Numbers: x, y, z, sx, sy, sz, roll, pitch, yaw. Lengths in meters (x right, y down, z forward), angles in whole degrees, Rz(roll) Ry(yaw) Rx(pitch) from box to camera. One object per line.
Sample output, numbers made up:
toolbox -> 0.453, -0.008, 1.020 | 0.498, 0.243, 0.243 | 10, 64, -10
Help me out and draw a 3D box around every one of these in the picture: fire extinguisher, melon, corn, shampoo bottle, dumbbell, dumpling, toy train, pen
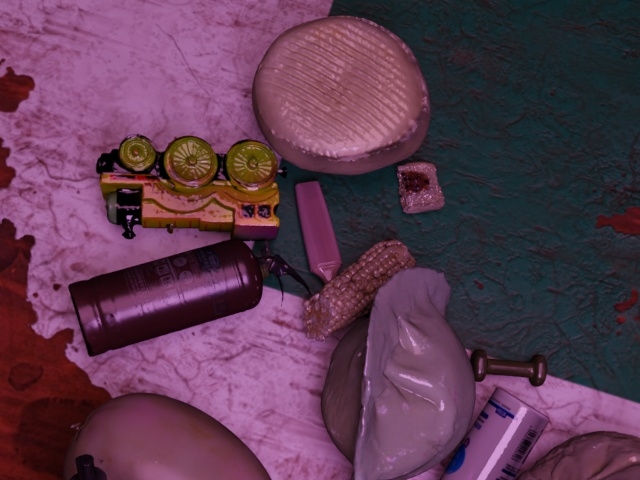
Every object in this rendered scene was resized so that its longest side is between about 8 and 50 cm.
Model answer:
fire extinguisher -> -0.194, 0.080, 1.572 | 0.338, 0.114, 0.135 | -17, 59, -13
melon -> -0.204, 0.338, 1.430 | 0.317, 0.223, 0.223 | 33, 70, 1
corn -> 0.058, 0.072, 1.614 | 0.211, 0.087, 0.087 | -31, 78, -28
shampoo bottle -> 0.215, 0.362, 1.523 | 0.092, 0.092, 0.303 | 32, 91, 3
dumbbell -> 0.292, 0.199, 1.641 | 0.118, 0.046, 0.052 | 5, 77, -6
dumpling -> 0.096, 0.215, 1.535 | 0.270, 0.212, 0.320 | 17, 50, -42
toy train -> -0.199, -0.077, 1.634 | 0.296, 0.100, 0.160 | 2, 73, -7
pen -> 0.000, 0.000, 1.674 | 0.053, 0.032, 0.197 | -8, 71, -12

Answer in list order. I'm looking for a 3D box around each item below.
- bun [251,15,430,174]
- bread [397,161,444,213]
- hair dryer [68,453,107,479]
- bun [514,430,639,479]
bun -> 0.031, -0.221, 1.691 | 0.288, 0.146, 0.287 | 1, 71, -4
bread -> 0.163, -0.087, 1.724 | 0.070, 0.035, 0.083 | -4, 70, -11
hair dryer -> -0.332, 0.361, 1.342 | 0.321, 0.156, 0.283 | 8, 106, 20
bun -> 0.413, 0.435, 1.448 | 0.360, 0.211, 0.359 | -8, 63, 17
